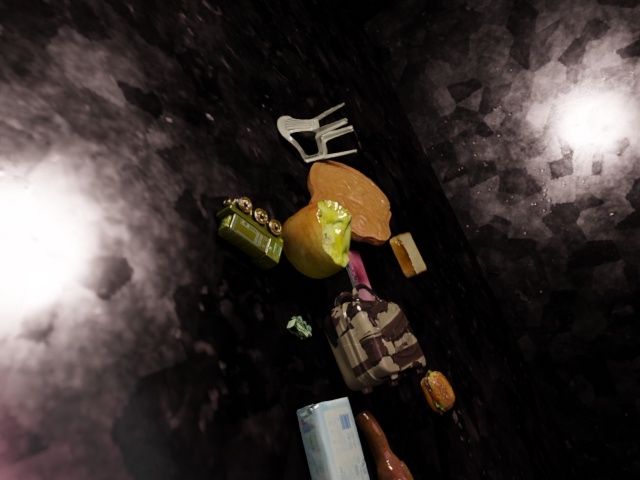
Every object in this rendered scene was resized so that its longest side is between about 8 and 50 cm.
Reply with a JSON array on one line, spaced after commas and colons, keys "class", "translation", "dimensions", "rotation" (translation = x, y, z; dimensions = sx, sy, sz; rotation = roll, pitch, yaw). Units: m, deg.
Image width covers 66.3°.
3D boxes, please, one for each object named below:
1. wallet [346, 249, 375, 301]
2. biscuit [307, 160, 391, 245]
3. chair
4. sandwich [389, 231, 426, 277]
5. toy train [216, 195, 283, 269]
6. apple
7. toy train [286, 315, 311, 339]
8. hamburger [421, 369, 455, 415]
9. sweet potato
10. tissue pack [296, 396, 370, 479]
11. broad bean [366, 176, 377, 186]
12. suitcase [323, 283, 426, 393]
[{"class": "wallet", "translation": [0.150, 0.148, 1.896], "dimensions": [0.119, 0.025, 0.232], "rotation": [8, 60, -57]}, {"class": "biscuit", "translation": [0.121, -0.162, 1.950], "dimensions": [0.384, 0.062, 0.365], "rotation": [23, 47, -19]}, {"class": "chair", "translation": [-0.012, -0.436, 1.968], "dimensions": [0.204, 0.274, 0.191], "rotation": [-97, 167, -46]}, {"class": "sandwich", "translation": [0.425, 0.069, 2.369], "dimensions": [0.186, 0.065, 0.215], "rotation": [-15, 79, -60]}, {"class": "toy train", "translation": [-0.202, -0.025, 1.415], "dimensions": [0.225, 0.090, 0.137], "rotation": [37, 47, -30]}, {"class": "apple", "translation": [0.000, 0.000, 1.552], "dimensions": [0.226, 0.246, 0.246], "rotation": [64, 29, 0]}, {"class": "toy train", "translation": [-0.060, 0.262, 1.448], "dimensions": [0.083, 0.033, 0.053], "rotation": [49, 36, -22]}, {"class": "hamburger", "translation": [0.477, 0.599, 1.961], "dimensions": [0.166, 0.087, 0.137], "rotation": [62, 28, 1]}, {"class": "sweet potato", "translation": [0.211, 0.690, 1.444], "dimensions": [0.109, 0.109, 0.386], "rotation": [12, 50, -54]}, {"class": "tissue pack", "translation": [0.036, 0.560, 1.288], "dimensions": [0.177, 0.089, 0.264], "rotation": [14, 56, -52]}, {"class": "broad bean", "translation": [0.205, -0.163, 2.158], "dimensions": [0.238, 0.119, 0.291], "rotation": [42, 34, -26]}, {"class": "suitcase", "translation": [0.163, 0.311, 1.607], "dimensions": [0.351, 0.194, 0.339], "rotation": [12, 48, -55]}]
